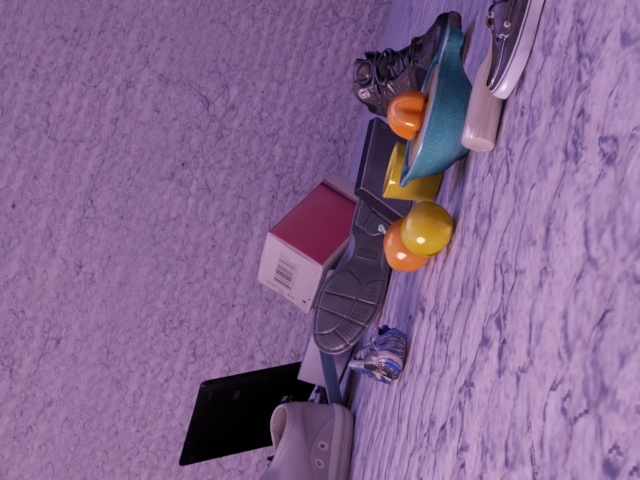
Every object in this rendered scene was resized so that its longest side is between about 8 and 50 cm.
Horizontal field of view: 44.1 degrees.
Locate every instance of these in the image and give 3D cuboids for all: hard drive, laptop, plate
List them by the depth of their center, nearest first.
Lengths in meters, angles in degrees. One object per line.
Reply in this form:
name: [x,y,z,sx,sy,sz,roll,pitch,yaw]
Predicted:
hard drive: [0.097,-0.100,1.132,0.022,0.094,0.135,-27,40,44]
plate: [0.017,0.226,1.318,0.188,0.024,0.188,170,90,-89]
laptop: [-0.121,0.278,1.755,0.382,0.408,0.236,111,143,-48]

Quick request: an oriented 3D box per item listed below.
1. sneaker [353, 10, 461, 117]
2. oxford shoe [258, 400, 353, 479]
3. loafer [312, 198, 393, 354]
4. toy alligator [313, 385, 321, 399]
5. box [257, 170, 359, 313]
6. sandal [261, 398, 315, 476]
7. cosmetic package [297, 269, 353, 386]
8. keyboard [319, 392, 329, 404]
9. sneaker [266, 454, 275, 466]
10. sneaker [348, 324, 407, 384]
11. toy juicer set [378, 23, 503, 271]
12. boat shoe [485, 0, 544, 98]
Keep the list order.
sneaker: [0.113,-0.231,1.066,0.227,0.130,0.087,114,168,-70]
oxford shoe: [-0.041,0.386,1.036,0.449,0.130,0.169,-80,6,-56]
loafer: [0.069,0.048,1.196,0.267,0.096,0.084,-69,-18,-1]
toy alligator: [-0.040,0.429,1.911,0.056,0.051,0.189,108,176,-63]
box: [0.000,0.000,1.532,0.232,0.127,0.148,-46,-18,-40]
sandal: [-0.057,0.459,1.648,0.265,0.076,0.102,-59,-11,-33]
cosmetic package: [0.022,0.170,1.478,0.231,0.085,0.117,108,177,-49]
keyboard: [-0.012,0.377,1.383,0.317,0.033,0.201,79,-160,-83]
sneaker: [-0.093,0.573,1.911,0.234,0.084,0.097,92,179,-72]
sneaker: [0.072,0.129,0.902,0.058,0.052,0.135,-66,6,-16]
toy juicer set: [0.106,-0.097,0.792,0.329,0.089,0.209,107,177,-55]
boat shoe: [0.158,-0.190,0.650,0.049,0.040,0.142,-83,7,-76]
